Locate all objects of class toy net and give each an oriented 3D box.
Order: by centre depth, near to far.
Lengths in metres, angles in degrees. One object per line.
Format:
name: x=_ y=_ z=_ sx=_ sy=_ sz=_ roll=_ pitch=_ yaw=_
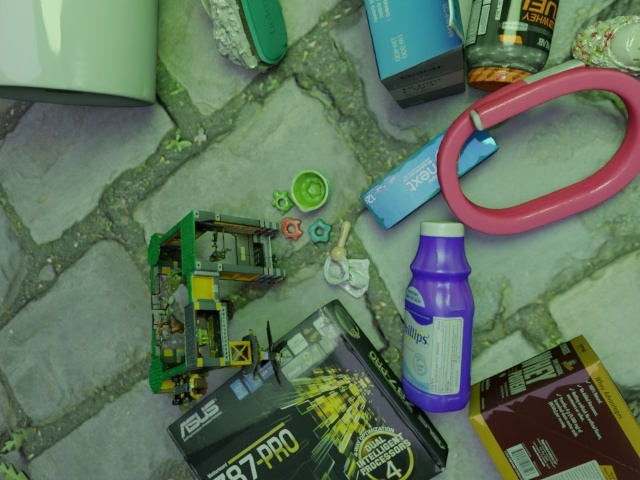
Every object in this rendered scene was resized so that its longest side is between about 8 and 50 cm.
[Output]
toy net: x=0.000 y=0.000 z=0.880 sx=0.122 sy=0.045 sz=0.232 roll=-27 pitch=87 yaw=18

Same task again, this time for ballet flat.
ballet flat: x=0.469 y=-0.258 z=0.691 sx=0.240 sy=0.077 sz=0.091 roll=13 pitch=100 yaw=16
ballet flat: x=-0.150 y=-0.452 z=0.766 sx=0.146 sy=0.147 sz=0.409 roll=6 pitch=128 yaw=17

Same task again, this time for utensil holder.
utensil holder: x=-0.422 y=-0.425 z=0.830 sx=0.327 sy=0.327 sz=0.386 roll=6 pitch=100 yaw=17

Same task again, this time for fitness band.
fitness band: x=0.308 y=-0.120 z=0.717 sx=0.290 sy=0.054 sz=0.209 roll=-21 pitch=117 yaw=12

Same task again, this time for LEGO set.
LEGO set: x=-0.164 y=0.106 z=0.882 sx=0.255 sy=0.192 sz=0.332 roll=-38 pitch=55 yaw=43

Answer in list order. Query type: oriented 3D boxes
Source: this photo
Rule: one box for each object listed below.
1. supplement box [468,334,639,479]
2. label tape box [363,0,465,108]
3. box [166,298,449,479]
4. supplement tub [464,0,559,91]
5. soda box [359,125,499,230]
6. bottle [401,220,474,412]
supplement box: x=0.351 y=0.277 z=0.754 sx=0.194 sy=0.129 sz=0.191 roll=-31 pitch=86 yaw=18
label tape box: x=0.107 y=-0.325 z=0.654 sx=0.115 sy=0.347 sz=0.249 roll=-11 pitch=92 yaw=18
box: x=-0.032 y=0.342 z=0.899 sx=0.395 sy=0.097 sz=0.318 roll=-39 pitch=80 yaw=16
supplement tub: x=0.269 y=-0.311 z=0.727 sx=0.116 sy=0.117 sz=0.191 roll=10 pitch=99 yaw=16
soda box: x=0.168 y=-0.104 z=0.805 sx=0.210 sy=0.067 sz=0.071 roll=-37 pitch=85 yaw=18
bottle: x=0.181 y=0.112 z=0.796 sx=0.092 sy=0.118 sz=0.283 roll=-1 pitch=97 yaw=-16
